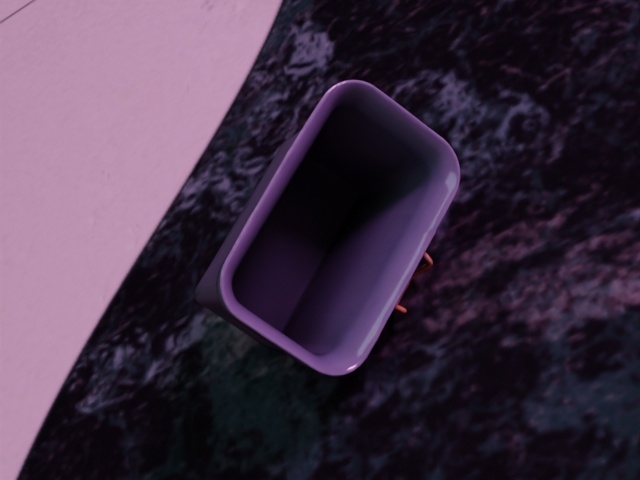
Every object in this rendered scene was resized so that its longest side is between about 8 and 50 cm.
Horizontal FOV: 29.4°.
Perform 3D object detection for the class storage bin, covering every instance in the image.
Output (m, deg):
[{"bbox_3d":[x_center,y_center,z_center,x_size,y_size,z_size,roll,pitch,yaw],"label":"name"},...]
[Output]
[{"bbox_3d":[0.000,0.000,0.626,0.135,0.098,0.091,-60,17,-16],"label":"storage bin"}]
